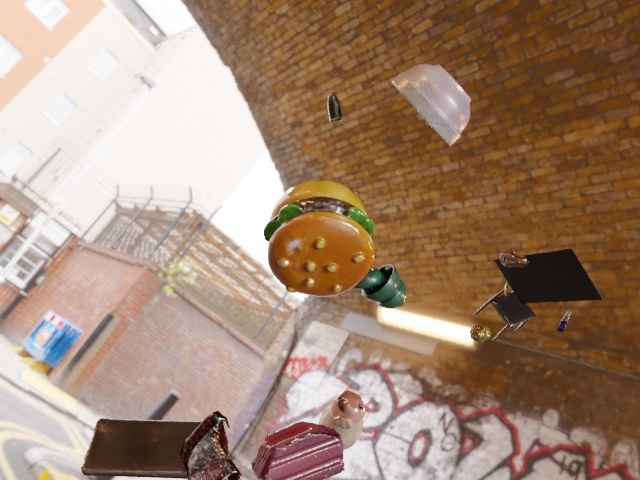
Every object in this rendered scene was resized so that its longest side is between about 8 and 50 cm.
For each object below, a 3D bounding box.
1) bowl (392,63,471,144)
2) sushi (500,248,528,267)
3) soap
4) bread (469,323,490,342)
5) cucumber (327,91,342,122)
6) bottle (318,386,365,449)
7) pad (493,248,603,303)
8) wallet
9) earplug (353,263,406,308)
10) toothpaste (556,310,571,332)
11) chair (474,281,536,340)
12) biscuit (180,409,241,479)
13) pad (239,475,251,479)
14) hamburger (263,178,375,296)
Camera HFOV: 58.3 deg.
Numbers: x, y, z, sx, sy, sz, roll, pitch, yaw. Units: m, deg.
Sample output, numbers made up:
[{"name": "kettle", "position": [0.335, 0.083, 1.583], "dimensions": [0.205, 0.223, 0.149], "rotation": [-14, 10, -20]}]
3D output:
[{"name": "bowl", "position": [0.374, -0.455, 1.834], "dimensions": [0.287, 0.144, 0.287], "rotation": [42, 18, -16]}, {"name": "sushi", "position": [0.675, 0.067, 2.010], "dimensions": [0.060, 0.061, 0.118], "rotation": [4, 22, -26]}, {"name": "soap", "position": [-0.071, 0.671, 1.782], "dimensions": [0.112, 0.289, 0.182], "rotation": [12, -68, 60]}, {"name": "bread", "position": [0.523, 0.303, 1.879], "dimensions": [0.066, 0.060, 0.110], "rotation": [0, -7, 19]}, {"name": "cucumber", "position": [0.048, -0.487, 2.092], "dimensions": [0.048, 0.048, 0.105], "rotation": [-3, -83, 59]}, {"name": "bottle", "position": [0.080, 0.586, 1.910], "dimensions": [0.147, 0.147, 0.236], "rotation": [29, -40, 13]}, {"name": "pad", "position": [0.884, 0.149, 2.259], "dimensions": [0.248, 0.007, 0.367], "rotation": [53, -30, -14]}, {"name": "wallet", "position": [-0.433, 0.539, 1.484], "dimensions": [0.321, 0.170, 0.044], "rotation": [4, -55, -8]}, {"name": "earplug", "position": [0.193, 0.181, 2.203], "dimensions": [0.280, 0.164, 0.257], "rotation": [38, -55, -9]}, {"name": "toothpaste", "position": [0.875, 0.291, 2.058], "dimensions": [0.024, 0.083, 0.015], "rotation": [23, 20, 11]}, {"name": "chair", "position": [0.845, 0.301, 2.550], "dimensions": [0.166, 0.188, 0.272], "rotation": [59, -33, 29]}, {"name": "biscuit", "position": [-0.251, 0.505, 1.288], "dimensions": [0.063, 0.151, 0.235], "rotation": [47, 3, -33]}, {"name": "pad", "position": [-0.271, 0.869, 2.066], "dimensions": [0.269, 0.012, 0.270], "rotation": [24, -18, 5]}, {"name": "hamburger", "position": [0.000, 0.000, 1.974], "dimensions": [0.395, 0.277, 0.396], "rotation": [-2, -49, -2]}]
